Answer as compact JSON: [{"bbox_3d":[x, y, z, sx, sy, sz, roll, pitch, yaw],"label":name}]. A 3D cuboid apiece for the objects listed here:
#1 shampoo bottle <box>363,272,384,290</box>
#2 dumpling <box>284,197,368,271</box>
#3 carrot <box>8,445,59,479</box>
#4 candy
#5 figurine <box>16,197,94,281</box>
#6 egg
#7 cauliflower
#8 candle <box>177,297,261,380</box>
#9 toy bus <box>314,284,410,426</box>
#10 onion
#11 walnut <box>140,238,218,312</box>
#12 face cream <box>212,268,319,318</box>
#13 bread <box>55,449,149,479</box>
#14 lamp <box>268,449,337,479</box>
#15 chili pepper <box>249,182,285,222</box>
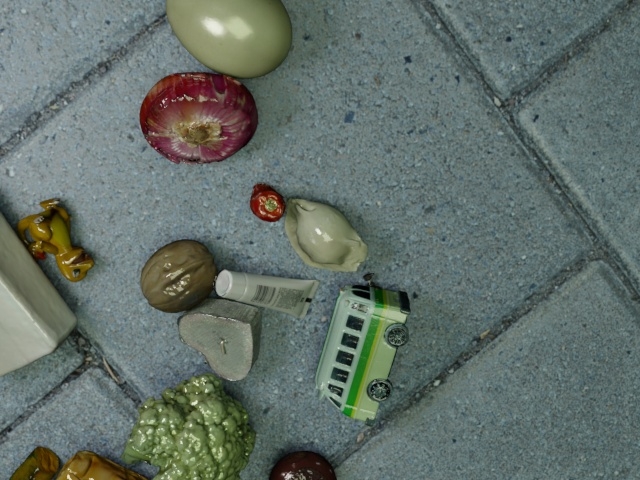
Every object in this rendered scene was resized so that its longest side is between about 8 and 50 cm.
[{"bbox_3d":[0.126,0.137,1.778,0.048,0.027,0.137,-21,103,6],"label":"shampoo bottle"},{"bbox_3d":[0.000,-0.002,1.705,0.111,0.181,0.155,-13,139,-39],"label":"dumpling"},{"bbox_3d":[-0.629,0.527,1.730,0.082,0.082,0.173,37,95,-12],"label":"carrot"},{"bbox_3d":[-0.660,0.086,1.589,0.208,0.145,0.359,-29,103,18],"label":"candy"},{"bbox_3d":[-0.543,0.013,1.648,0.122,0.121,0.176,-20,115,26],"label":"figurine"},{"bbox_3d":[-0.175,-0.416,1.552,0.253,0.188,0.189,27,96,-8],"label":"egg"},{"bbox_3d":[-0.280,0.395,1.676,0.281,0.327,0.260,21,81,33],"label":"cauliflower"},{"bbox_3d":[-0.194,0.196,1.699,0.168,0.068,0.192,-32,107,30],"label":"candle"},{"bbox_3d":[0.087,0.236,1.724,0.164,0.134,0.276,16,104,-1],"label":"toy bus"},{"bbox_3d":[-0.236,-0.257,1.594,0.229,0.163,0.230,-3,141,-2],"label":"onion"},{"bbox_3d":[-0.289,0.074,1.661,0.162,0.140,0.140,-31,103,-12],"label":"walnut"},{"bbox_3d":[-0.108,0.106,1.691,0.243,0.058,0.092,15,102,-41],"label":"face cream"},{"bbox_3d":[-0.431,0.569,1.724,0.294,0.132,0.167,33,121,-14],"label":"bread"},{"bbox_3d":[-0.037,0.544,1.780,0.157,0.135,0.156,-9,101,-3],"label":"lamp"},{"bbox_3d":[-0.109,-0.076,1.659,0.070,0.123,0.073,-26,105,0],"label":"chili pepper"}]
